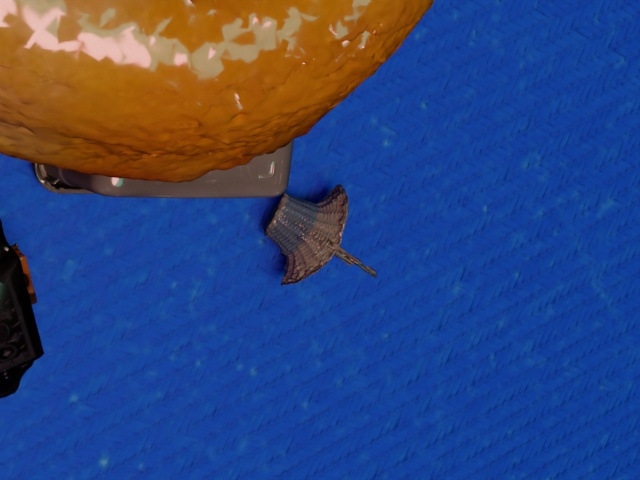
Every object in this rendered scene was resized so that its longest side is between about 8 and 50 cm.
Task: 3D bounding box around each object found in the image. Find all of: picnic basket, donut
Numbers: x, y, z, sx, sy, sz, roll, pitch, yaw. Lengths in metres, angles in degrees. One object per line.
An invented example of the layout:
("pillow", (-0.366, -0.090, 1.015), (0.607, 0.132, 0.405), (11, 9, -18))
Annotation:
("picnic basket", (0.000, 0.000, 1.315), (0.083, 0.065, 0.083), (29, 84, -12))
("donut", (-0.129, -0.228, 1.047), (0.378, 0.163, 0.435), (-31, 101, -19))

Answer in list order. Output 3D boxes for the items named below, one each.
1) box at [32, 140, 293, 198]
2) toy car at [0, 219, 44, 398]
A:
("box", (-0.093, -0.082, 1.212), (0.172, 0.093, 0.124), (-2, 104, -30))
("toy car", (-0.310, 0.082, 1.124), (0.301, 0.118, 0.193), (-26, 127, -23))
